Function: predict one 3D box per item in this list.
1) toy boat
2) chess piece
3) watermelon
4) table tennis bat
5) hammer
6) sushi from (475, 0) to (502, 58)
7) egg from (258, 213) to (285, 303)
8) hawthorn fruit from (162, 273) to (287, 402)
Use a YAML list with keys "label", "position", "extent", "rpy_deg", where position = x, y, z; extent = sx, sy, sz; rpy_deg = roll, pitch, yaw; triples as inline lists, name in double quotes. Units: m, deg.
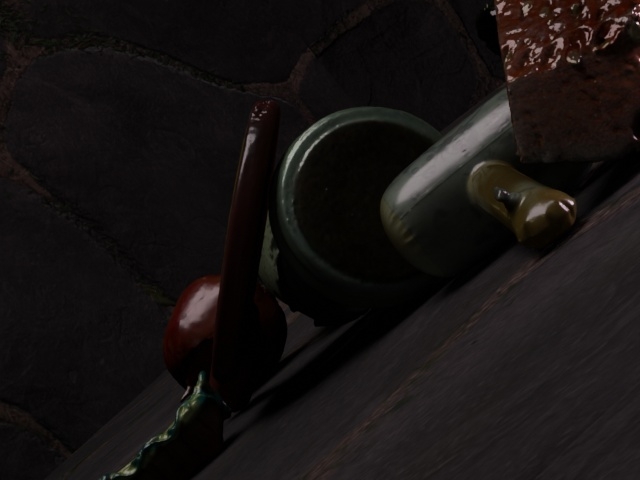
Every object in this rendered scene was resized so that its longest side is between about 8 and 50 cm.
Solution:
- label: "toy boat"
  position: [-0.214, 0.243, 1.797]
  extent: [0.293, 0.099, 0.108]
  rpy_deg: [-32, 3, 3]
- label: "chess piece"
  position: [0.031, -0.003, 1.799]
  extent: [0.194, 0.194, 0.299]
  rpy_deg: [-40, -6, -16]
- label: "watermelon"
  position: [0.223, -0.148, 1.477]
  extent: [0.192, 0.140, 0.257]
  rpy_deg: [-3, 31, 21]
- label: "table tennis bat"
  position: [-0.077, 0.037, 1.826]
  extent: [0.415, 0.051, 0.268]
  rpy_deg: [99, 180, -50]
- label: "hammer"
  position: [0.155, -0.036, 1.500]
  extent: [0.202, 0.113, 0.305]
  rpy_deg: [-42, 11, 4]
- label: "sushi"
  position: [0.356, -0.339, 2.257]
  extent: [0.352, 0.178, 0.294]
  rpy_deg: [-50, -7, 26]
- label: "egg"
  position: [0.000, 0.000, 2.086]
  extent: [0.177, 0.177, 0.228]
  rpy_deg: [-38, 17, 20]
- label: "hawthorn fruit"
  position: [-0.120, 0.121, 2.102]
  extent: [0.172, 0.148, 0.148]
  rpy_deg: [-49, 7, -29]
